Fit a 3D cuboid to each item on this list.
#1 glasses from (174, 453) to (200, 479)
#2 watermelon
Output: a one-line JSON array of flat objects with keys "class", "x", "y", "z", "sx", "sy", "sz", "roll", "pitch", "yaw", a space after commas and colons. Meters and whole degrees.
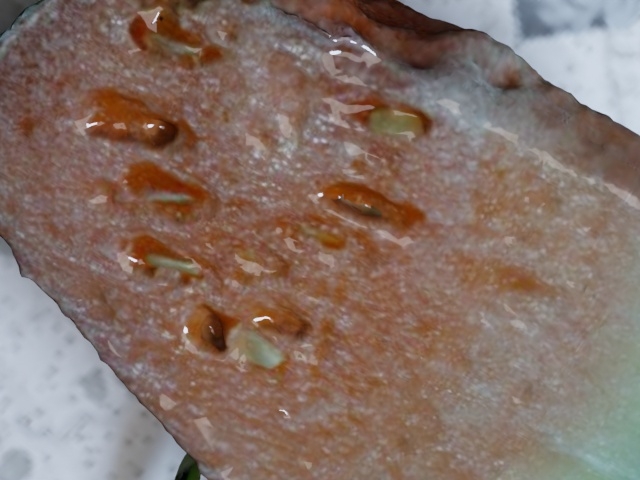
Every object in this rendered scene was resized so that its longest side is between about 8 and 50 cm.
[{"class": "glasses", "x": -0.064, "y": 0.183, "z": 0.669, "sx": 0.239, "sy": 0.102, "sz": 0.207, "roll": -35, "pitch": 114, "yaw": 7}, {"class": "watermelon", "x": 0.000, "y": 0.000, "z": 0.602, "sx": 0.256, "sy": 0.140, "sz": 0.193, "roll": 35, "pitch": 108, "yaw": -11}]
